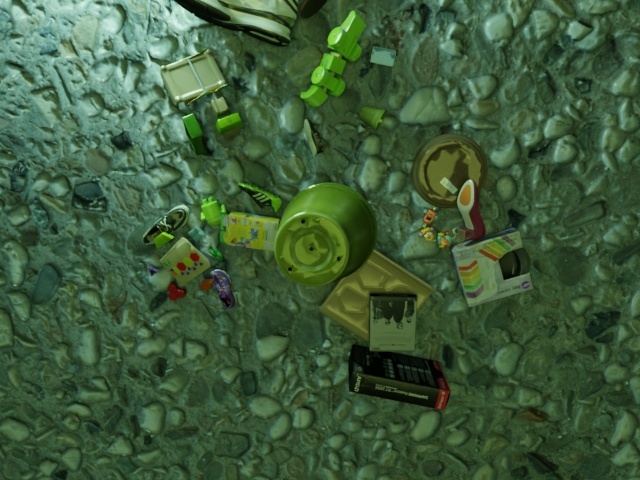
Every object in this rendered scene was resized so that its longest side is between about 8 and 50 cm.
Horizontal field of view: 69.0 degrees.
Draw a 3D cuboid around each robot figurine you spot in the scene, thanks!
[{"bbox_3d":[-0.412,-0.107,1.781,0.101,0.067,0.115,-20,103,-1],"label":"robot figurine"}]

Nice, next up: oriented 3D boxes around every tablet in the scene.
[{"bbox_3d":[0.221,-0.649,1.643,0.083,0.006,0.054,11,104,-1],"label":"tablet"}]

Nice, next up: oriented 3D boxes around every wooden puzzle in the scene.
[{"bbox_3d":[0.216,0.226,1.833,0.322,0.080,0.348,33,108,-5],"label":"wooden puzzle"}]

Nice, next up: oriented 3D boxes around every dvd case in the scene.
[{"bbox_3d":[0.278,0.320,1.800,0.179,0.029,0.238,1,109,5],"label":"dvd case"}]

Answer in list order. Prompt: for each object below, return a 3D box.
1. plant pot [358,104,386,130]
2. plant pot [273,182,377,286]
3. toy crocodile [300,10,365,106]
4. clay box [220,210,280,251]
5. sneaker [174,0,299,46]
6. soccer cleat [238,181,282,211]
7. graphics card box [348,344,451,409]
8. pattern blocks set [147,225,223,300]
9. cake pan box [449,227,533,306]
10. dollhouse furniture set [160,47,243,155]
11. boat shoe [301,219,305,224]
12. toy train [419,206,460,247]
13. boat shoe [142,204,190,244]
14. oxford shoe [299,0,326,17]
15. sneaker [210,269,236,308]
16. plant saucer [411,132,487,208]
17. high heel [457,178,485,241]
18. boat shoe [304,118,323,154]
[{"bbox_3d":[0.182,-0.445,1.665,0.079,0.083,0.083,29,104,7],"label":"plant pot"},{"bbox_3d":[0.000,0.000,1.578,0.366,0.353,0.366,2,102,10],"label":"plant pot"},{"bbox_3d":[0.046,-0.622,1.615,0.115,0.105,0.340,14,108,-44],"label":"toy crocodile"},{"bbox_3d":[-0.271,-0.037,1.794,0.222,0.053,0.127,9,111,1],"label":"clay box"},{"bbox_3d":[-0.280,-0.853,1.559,0.447,0.169,0.257,18,96,-10],"label":"sneaker"},{"bbox_3d":[-0.233,-0.163,1.763,0.179,0.060,0.072,23,106,-6],"label":"soccer cleat"},{"bbox_3d":[0.295,0.529,1.822,0.371,0.233,0.094,12,105,-1],"label":"graphics card box"},{"bbox_3d":[-0.530,0.086,1.810,0.325,0.026,0.285,-23,111,22],"label":"pattern blocks set"},{"bbox_3d":[0.657,0.103,1.781,0.267,0.070,0.245,-17,105,6],"label":"cake pan box"},{"bbox_3d":[-0.426,-0.499,1.686,0.197,0.151,0.301,-25,84,-12],"label":"dollhouse furniture set"},{"bbox_3d":[-0.083,-0.083,1.788,0.153,0.048,0.056,-29,106,16],"label":"boat shoe"},{"bbox_3d":[0.446,-0.043,1.764,0.166,0.046,0.125,32,104,-5],"label":"toy train"},{"bbox_3d":[-0.597,-0.053,1.802,0.219,0.070,0.078,-38,99,11],"label":"boat shoe"},{"bbox_3d":[-0.010,-0.858,1.581,0.076,0.076,0.212,45,106,23],"label":"oxford shoe"},{"bbox_3d":[-0.384,0.194,1.854,0.068,0.071,0.170,-23,101,8],"label":"sneaker"},{"bbox_3d":[0.478,-0.252,1.714,0.278,0.041,0.278,1,105,2],"label":"plant saucer"},{"bbox_3d":[0.571,-0.113,1.709,0.117,0.082,0.244,-14,113,-23],"label":"high heel"},{"bbox_3d":[-0.026,-0.381,1.707,0.042,0.049,0.133,-21,96,-20],"label":"boat shoe"}]
